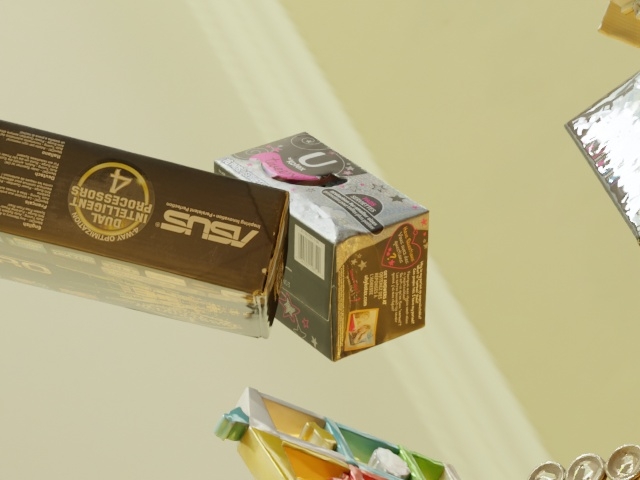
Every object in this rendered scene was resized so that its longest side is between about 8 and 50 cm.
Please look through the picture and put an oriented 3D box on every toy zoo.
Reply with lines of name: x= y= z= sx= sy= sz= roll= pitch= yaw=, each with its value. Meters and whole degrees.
toy zoo: x=0.028 y=0.227 z=1.641 sx=0.293 sy=0.030 sz=0.192 roll=23 pitch=-164 yaw=-23

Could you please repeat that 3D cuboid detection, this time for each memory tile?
memory tile: x=0.226 y=0.215 z=1.374 sx=0.012 sy=0.148 sz=0.113 roll=48 pitch=-140 yaw=-35

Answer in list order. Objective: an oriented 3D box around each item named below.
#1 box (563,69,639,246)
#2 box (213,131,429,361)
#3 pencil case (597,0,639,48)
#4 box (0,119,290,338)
box: x=0.408 y=-0.058 z=1.935 sx=0.165 sy=0.143 sz=0.270 roll=47 pitch=-167 yaw=-31
box: x=0.000 y=0.000 z=1.994 sx=0.142 sy=0.163 sz=0.247 roll=-20 pitch=-145 yaw=-31
pencil case: x=0.312 y=-0.288 z=1.227 sx=0.159 sy=0.410 sz=0.184 roll=17 pitch=-108 yaw=-2
box: x=-0.222 y=-0.020 z=1.411 sx=0.394 sy=0.318 sz=0.097 roll=14 pitch=-101 yaw=0
